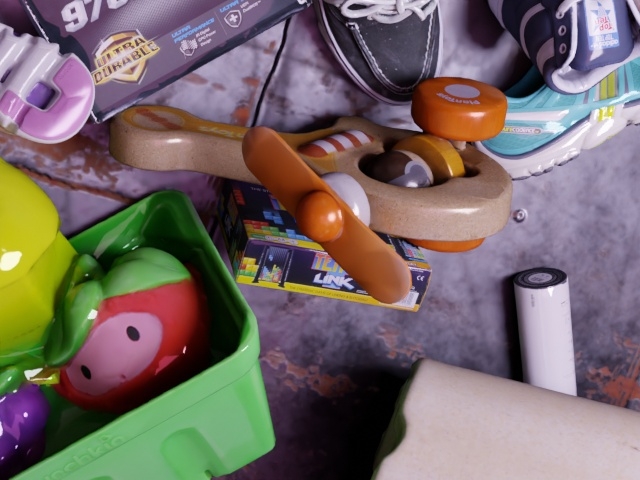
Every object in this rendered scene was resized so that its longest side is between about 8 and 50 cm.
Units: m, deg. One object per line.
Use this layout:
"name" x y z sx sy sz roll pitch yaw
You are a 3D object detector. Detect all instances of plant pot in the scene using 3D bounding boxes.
"plant pot" 0.192 0.263 1.220 0.306 0.334 0.333 22 102 5

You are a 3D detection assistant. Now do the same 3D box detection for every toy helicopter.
"toy helicopter" -0.015 -0.055 1.106 0.355 0.235 0.140 10 118 8

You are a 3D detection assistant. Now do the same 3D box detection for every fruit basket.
"fruit basket" -0.257 0.075 1.088 0.392 0.283 0.392 -13 127 -17

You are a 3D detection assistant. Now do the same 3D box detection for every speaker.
"speaker" 0.228 0.100 1.315 0.055 0.055 0.136 -13 111 -10

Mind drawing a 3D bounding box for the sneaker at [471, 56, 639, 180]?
"sneaker" 0.264 -0.156 1.218 0.275 0.107 0.110 -29 103 -4

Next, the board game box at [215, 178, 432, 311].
"board game box" 0.000 0.000 1.175 0.170 0.141 0.048 10 115 -18

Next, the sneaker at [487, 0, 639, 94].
"sneaker" 0.221 -0.246 1.077 0.099 0.153 0.282 -13 145 -15

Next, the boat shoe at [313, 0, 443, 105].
"boat shoe" 0.051 -0.231 1.103 0.113 0.105 0.306 -17 128 -6

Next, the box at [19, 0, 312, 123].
"box" -0.143 -0.229 1.113 0.220 0.051 0.175 -29 113 -3

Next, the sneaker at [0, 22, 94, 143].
"sneaker" -0.300 -0.157 1.068 0.236 0.104 0.095 36 76 -13
